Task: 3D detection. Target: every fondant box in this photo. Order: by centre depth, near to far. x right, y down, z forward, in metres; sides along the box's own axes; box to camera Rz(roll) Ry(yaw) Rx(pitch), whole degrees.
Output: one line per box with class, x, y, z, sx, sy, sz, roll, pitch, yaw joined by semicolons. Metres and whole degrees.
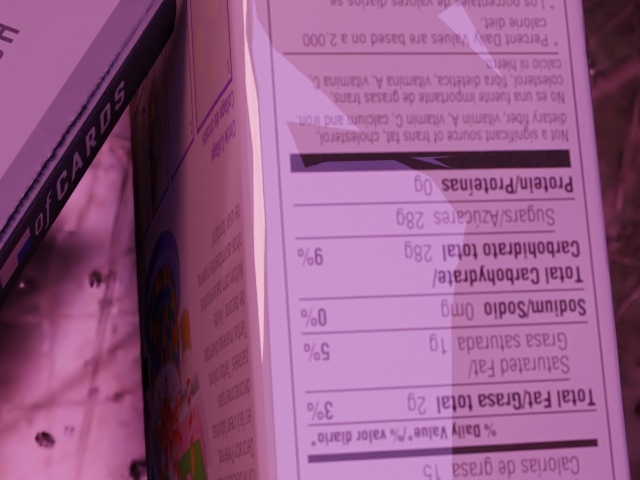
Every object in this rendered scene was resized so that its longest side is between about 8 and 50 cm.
fondant box;0.000;0.000;0.483;0.096;0.238;0.330;0;79;-13

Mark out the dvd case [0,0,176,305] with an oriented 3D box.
dvd case;-0.183;-0.042;0.409;0.239;0.029;0.179;22;59;10
